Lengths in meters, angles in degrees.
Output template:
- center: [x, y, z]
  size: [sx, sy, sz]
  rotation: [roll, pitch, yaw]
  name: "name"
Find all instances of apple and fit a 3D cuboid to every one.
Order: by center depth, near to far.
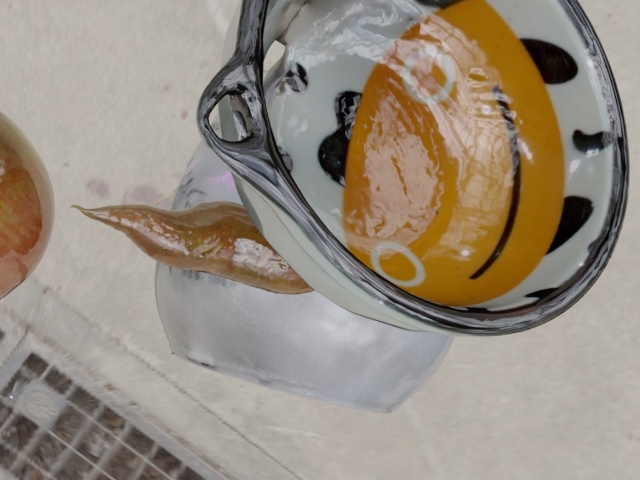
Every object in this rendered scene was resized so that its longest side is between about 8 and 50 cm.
- center: [-0.321, -0.028, 1.120]
  size: [0.188, 0.188, 0.174]
  rotation: [-53, 133, -13]
  name: "apple"

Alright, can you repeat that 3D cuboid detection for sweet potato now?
- center: [-0.071, 0.000, 0.862]
  size: [0.194, 0.056, 0.056]
  rotation: [11, 81, -30]
  name: "sweet potato"

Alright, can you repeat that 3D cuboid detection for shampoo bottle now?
- center: [0.000, 0.000, 1.158]
  size: [0.273, 0.273, 0.266]
  rotation: [15, 85, -11]
  name: "shampoo bottle"

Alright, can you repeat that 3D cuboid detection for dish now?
- center: [0.043, -0.067, 0.784]
  size: [0.303, 0.120, 0.303]
  rotation: [11, 68, -30]
  name: "dish"
